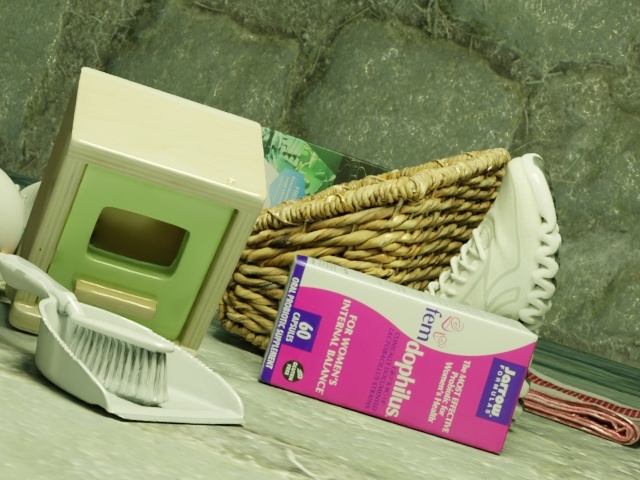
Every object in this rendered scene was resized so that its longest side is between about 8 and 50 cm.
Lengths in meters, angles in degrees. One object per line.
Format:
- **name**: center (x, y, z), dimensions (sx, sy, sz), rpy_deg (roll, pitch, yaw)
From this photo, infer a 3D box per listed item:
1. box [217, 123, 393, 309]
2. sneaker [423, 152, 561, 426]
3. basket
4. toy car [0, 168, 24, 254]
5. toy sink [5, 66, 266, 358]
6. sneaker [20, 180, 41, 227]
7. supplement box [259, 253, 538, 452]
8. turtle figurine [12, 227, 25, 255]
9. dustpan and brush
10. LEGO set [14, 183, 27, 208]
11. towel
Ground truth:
- **box**: center (0.000, 0.000, 1.738), dimensions (0.322, 0.232, 0.058), rpy_deg (15, 7, -39)
- **sneaker**: center (0.157, 0.051, 1.300), dimensions (0.118, 0.292, 0.110), rpy_deg (8, 29, -1)
- **basket**: center (0.038, -0.014, 1.417), dimensions (0.213, 0.223, 0.299), rpy_deg (23, 20, 22)
- **toy car**: center (-0.344, -0.044, 1.191), dimensions (0.238, 0.219, 0.210), rpy_deg (48, -13, -23)
- **toy sink**: center (-0.155, 0.009, 1.077), dimensions (0.153, 0.234, 0.131), rpy_deg (18, 31, -16)
- **sneaker**: center (-0.242, -0.059, 1.735), dimensions (0.292, 0.108, 0.169), rpy_deg (-14, -5, -6)
- **supplement box**: center (0.066, 0.097, 1.203), dimensions (0.220, 0.111, 0.114), rpy_deg (17, 2, -2)
- **turtle figurine**: center (-0.229, -0.001, 1.466), dimensions (0.234, 0.118, 0.175), rpy_deg (-1, -2, -31)
- **dustpan and brush**: center (-0.160, 0.061, 0.926), dimensions (0.211, 0.060, 0.147), rpy_deg (18, 2, 33)
- **LEGO set**: center (-0.328, -0.031, 1.565), dimensions (0.287, 0.107, 0.132), rpy_deg (16, 1, -34)
- **towel**: center (0.316, 0.200, 1.713), dimensions (0.237, 0.037, 0.329), rpy_deg (19, 2, 23)
